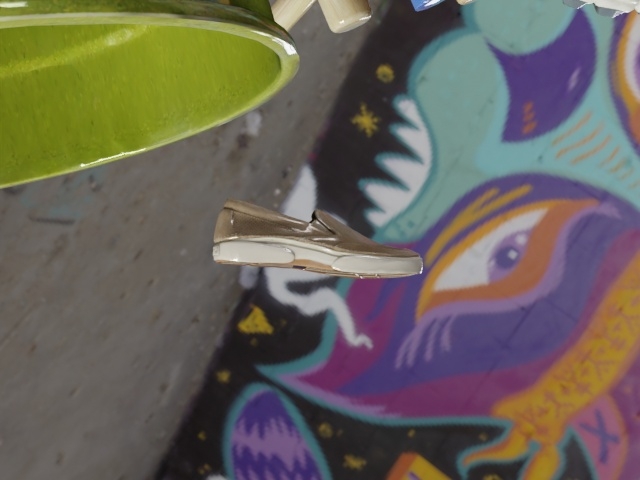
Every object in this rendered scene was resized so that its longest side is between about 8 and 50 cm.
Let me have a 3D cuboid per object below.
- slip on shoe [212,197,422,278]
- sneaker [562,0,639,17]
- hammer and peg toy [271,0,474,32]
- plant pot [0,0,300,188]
[{"bbox_3d":[0.000,0.000,0.689,0.051,0.135,0.041,132,-36,-82],"label":"slip on shoe"},{"bbox_3d":[0.083,-0.160,0.364,0.283,0.110,0.122,4,154,-28],"label":"sneaker"},{"bbox_3d":[0.079,-0.261,0.819,0.361,0.127,0.266,-24,180,-45],"label":"hammer and peg toy"},{"bbox_3d":[-0.225,-0.216,0.525,0.366,0.353,0.366,-12,177,-1],"label":"plant pot"}]
